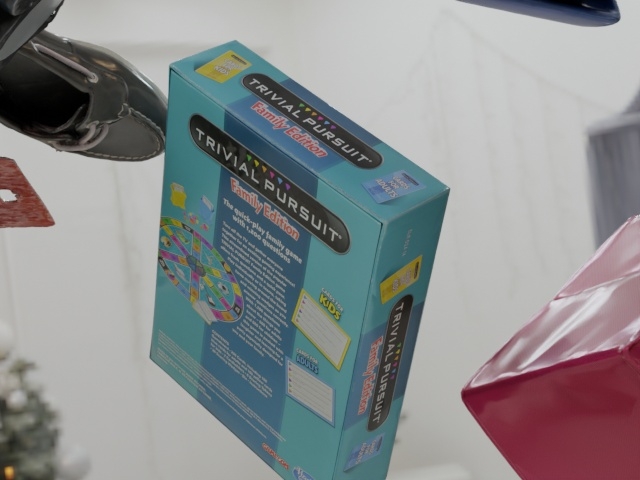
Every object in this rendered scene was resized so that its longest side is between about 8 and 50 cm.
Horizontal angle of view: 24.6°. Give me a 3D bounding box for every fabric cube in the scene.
[{"bbox_3d":[0.319,0.119,1.149,0.259,0.254,0.258,-42,5,-24],"label":"fabric cube"}]

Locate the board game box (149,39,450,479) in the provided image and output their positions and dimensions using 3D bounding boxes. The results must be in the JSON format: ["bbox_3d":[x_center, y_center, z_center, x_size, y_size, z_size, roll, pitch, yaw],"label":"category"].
[{"bbox_3d":[-0.031,0.036,1.257,0.079,0.336,0.253,-27,51,-37],"label":"board game box"}]

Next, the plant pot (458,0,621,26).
[{"bbox_3d":[0.230,-0.355,1.463,0.235,0.236,0.212,6,-39,-24],"label":"plant pot"}]

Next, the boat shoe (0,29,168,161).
[{"bbox_3d":[-0.252,-0.132,1.215,0.112,0.096,0.335,-26,-42,30],"label":"boat shoe"}]

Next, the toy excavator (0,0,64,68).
[{"bbox_3d":[-0.384,-0.105,0.968,0.445,0.222,0.433,-49,7,-20],"label":"toy excavator"}]

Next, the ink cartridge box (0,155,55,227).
[{"bbox_3d":[-0.398,0.023,1.382,0.271,0.130,0.309,-5,-10,-3],"label":"ink cartridge box"}]

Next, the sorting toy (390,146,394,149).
[{"bbox_3d":[0.076,-0.045,1.467,0.083,0.075,0.045,-49,8,22],"label":"sorting toy"}]
